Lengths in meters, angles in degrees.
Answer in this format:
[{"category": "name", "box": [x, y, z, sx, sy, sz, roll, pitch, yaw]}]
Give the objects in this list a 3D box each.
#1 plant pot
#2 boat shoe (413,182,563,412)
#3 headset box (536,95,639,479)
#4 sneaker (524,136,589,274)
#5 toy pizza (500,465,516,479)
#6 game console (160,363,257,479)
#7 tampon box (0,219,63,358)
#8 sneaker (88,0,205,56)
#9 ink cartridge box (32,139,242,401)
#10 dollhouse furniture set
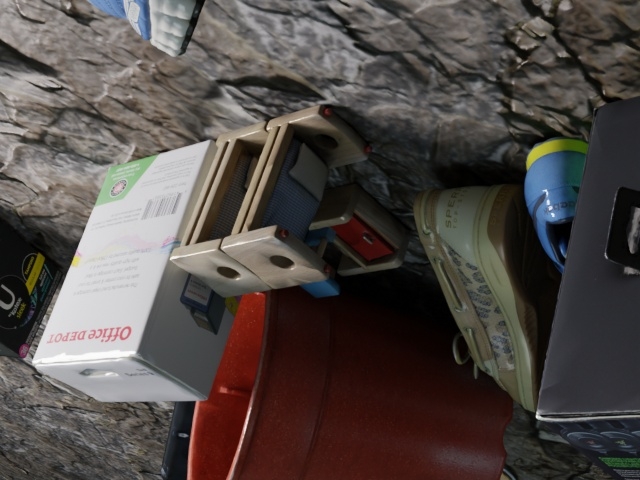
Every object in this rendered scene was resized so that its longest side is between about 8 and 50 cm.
[{"category": "plant pot", "box": [0.031, 0.167, 1.122, 0.265, 0.272, 0.272, 14, 155, -15]}, {"category": "boat shoe", "box": [0.156, 0.049, 0.990, 0.089, 0.104, 0.285, 8, 142, 27]}, {"category": "headset box", "box": [0.281, 0.059, 0.756, 0.131, 0.246, 0.283, -11, 142, 43]}, {"category": "sneaker", "box": [0.208, 0.009, 0.881, 0.069, 0.082, 0.209, -13, 144, 20]}, {"category": "toy pizza", "box": [0.173, 0.326, 1.562, 0.201, 0.032, 0.201, 14, 153, 8]}, {"category": "game console", "box": [-0.017, 0.255, 1.404, 0.342, 0.060, 0.386, 7, 147, -9]}, {"category": "tampon box", "box": [-0.398, 0.044, 1.282, 0.102, 0.120, 0.161, 0, 149, 32]}, {"category": "sneaker", "box": [-0.109, -0.220, 0.601, 0.147, 0.129, 0.330, 19, 153, -8]}, {"category": "ink cartridge box", "box": [-0.148, 0.032, 1.004, 0.154, 0.212, 0.093, -9, 143, 42]}, {"category": "dollhouse furniture set", "box": [0.000, 0.000, 0.945, 0.129, 0.129, 0.184, -11, 141, 43]}]
